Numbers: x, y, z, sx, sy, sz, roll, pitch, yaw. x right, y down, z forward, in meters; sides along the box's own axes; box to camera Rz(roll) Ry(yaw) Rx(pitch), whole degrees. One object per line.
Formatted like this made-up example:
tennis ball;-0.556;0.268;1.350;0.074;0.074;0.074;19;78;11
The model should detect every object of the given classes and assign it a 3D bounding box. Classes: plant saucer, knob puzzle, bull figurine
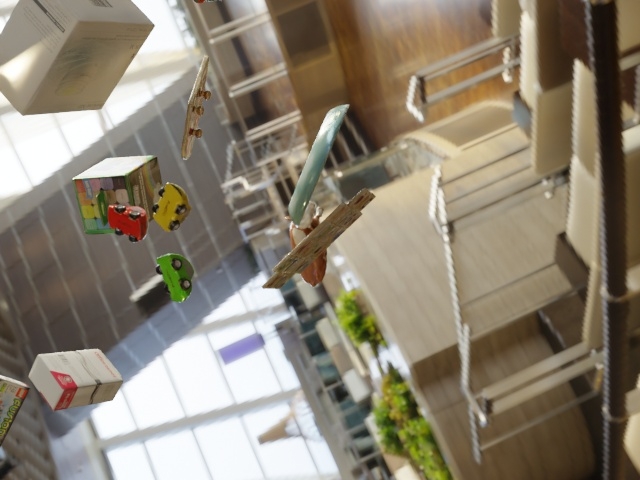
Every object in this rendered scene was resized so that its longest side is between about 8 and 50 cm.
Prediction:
plant saucer;-0.010;-0.183;2.115;0.044;0.317;0.317;23;173;-1
knob puzzle;-0.247;-0.245;1.792;0.213;0.030;0.213;-168;90;-85
bull figurine;-0.035;-0.010;2.686;0.188;0.101;0.310;-72;-19;-51

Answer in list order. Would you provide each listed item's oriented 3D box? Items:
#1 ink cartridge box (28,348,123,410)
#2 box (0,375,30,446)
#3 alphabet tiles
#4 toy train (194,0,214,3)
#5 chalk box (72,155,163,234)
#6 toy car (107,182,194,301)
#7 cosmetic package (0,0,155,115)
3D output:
ink cartridge box;-0.499;0.283;1.819;0.109;0.063;0.150;42;-156;31
box;-0.801;0.428;2.140;0.114;0.207;0.036;30;173;-40
alphabet tiles;0.000;0.000;2.166;0.011;0.342;0.285;47;-175;10
toy train;-0.338;-0.676;2.053;0.334;0.190;0.142;54;132;21
chalk box;-0.444;-0.094;1.932;0.213;0.132;0.132;-53;-41;-66
toy car;-0.301;0.010;1.732;0.239;0.053;0.225;-16;97;42
cosmetic package;-0.470;-0.362;1.663;0.138;0.224;0.224;47;-153;10
